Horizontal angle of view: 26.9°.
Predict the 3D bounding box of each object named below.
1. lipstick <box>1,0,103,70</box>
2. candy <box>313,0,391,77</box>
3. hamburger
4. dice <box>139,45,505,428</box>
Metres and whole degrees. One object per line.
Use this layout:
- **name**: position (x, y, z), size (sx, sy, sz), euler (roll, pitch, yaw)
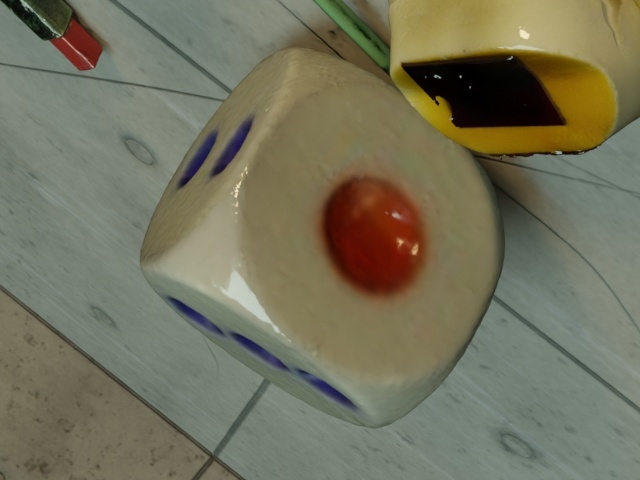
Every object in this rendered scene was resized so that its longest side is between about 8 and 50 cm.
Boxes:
- **lipstick**: position (-0.359, -0.304, 1.467), size (0.312, 0.051, 0.051), euler (44, 155, -16)
- **candy**: position (-0.052, -0.253, 1.073), size (0.440, 0.119, 0.119), euler (41, 159, -26)
- **hamburger**: position (0.142, -0.141, 0.951), size (0.210, 0.116, 0.173), euler (0, 144, 50)
- **dice**: position (0.000, 0.000, 1.212), size (0.259, 0.243, 0.251), euler (36, 165, -17)
